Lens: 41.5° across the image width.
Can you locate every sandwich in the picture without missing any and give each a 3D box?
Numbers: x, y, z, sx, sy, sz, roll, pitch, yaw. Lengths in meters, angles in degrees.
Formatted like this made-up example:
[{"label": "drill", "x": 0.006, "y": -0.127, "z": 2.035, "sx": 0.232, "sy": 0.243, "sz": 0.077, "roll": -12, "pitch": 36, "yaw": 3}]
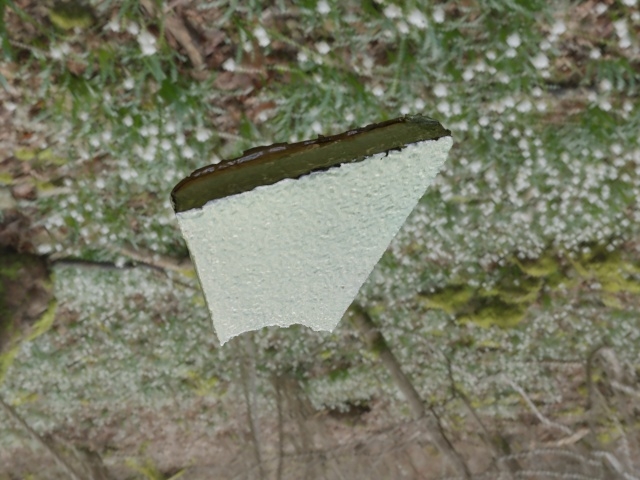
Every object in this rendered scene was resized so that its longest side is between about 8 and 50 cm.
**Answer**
[{"label": "sandwich", "x": 0.000, "y": 0.000, "z": 0.787, "sx": 0.245, "sy": 0.063, "sz": 0.212, "roll": -15, "pitch": 135, "yaw": -6}]
